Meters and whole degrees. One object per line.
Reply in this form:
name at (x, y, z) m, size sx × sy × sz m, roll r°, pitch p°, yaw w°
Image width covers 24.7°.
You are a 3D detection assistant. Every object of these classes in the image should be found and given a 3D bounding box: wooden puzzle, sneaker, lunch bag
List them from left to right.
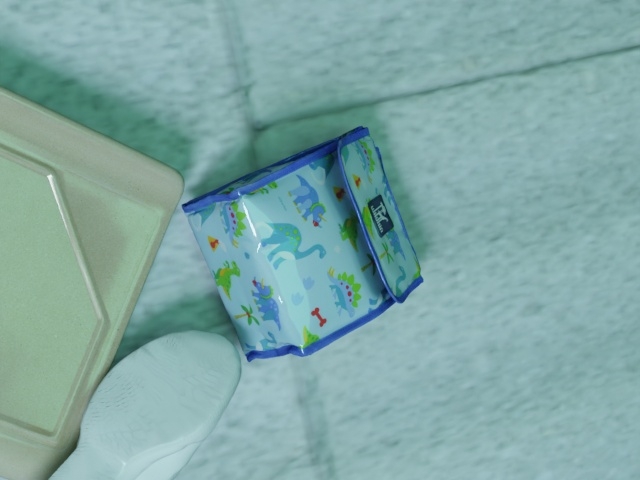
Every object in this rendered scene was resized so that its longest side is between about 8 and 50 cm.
wooden puzzle at (-0.230, 0.022, 0.964) m, size 0.221 × 0.044 × 0.238 m, roll 25°, pitch 85°, yaw -24°
sneaker at (-0.129, 0.155, 0.990) m, size 0.080 × 0.094 × 0.212 m, roll 31°, pitch 68°, yaw 22°
lunch bag at (0.000, 0.000, 1.044) m, size 0.151 × 0.096 × 0.128 m, roll -26°, pitch 99°, yaw -37°
